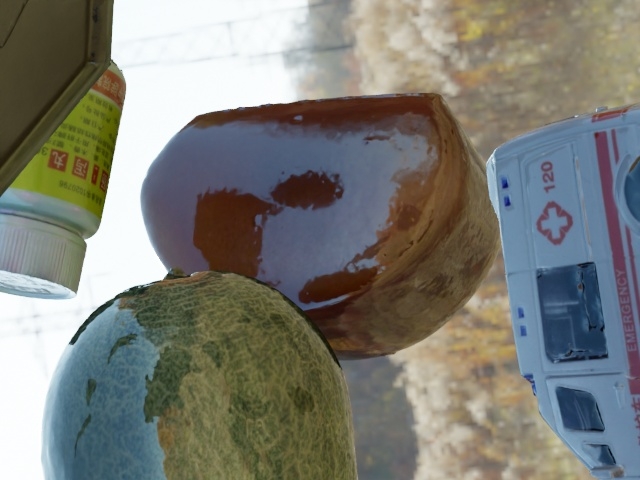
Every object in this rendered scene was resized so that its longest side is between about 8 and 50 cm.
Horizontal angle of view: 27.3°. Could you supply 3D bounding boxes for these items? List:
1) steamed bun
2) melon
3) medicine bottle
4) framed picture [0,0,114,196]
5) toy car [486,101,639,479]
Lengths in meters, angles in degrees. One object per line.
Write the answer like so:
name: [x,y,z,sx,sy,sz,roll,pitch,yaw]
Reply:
steamed bun: [0.000,0.000,1.430,0.235,0.379,0.248,48,-137,-60]
melon: [-0.090,0.184,1.016,0.248,0.248,0.329,64,-161,-82]
medicine bottle: [-0.267,-0.067,1.238,0.139,0.139,0.225,73,-155,-74]
framed picture: [-0.160,-0.127,0.648,0.232,0.024,0.315,-60,-8,-37]
toy car: [0.140,0.044,0.577,0.089,0.108,0.210,-4,-95,-54]
